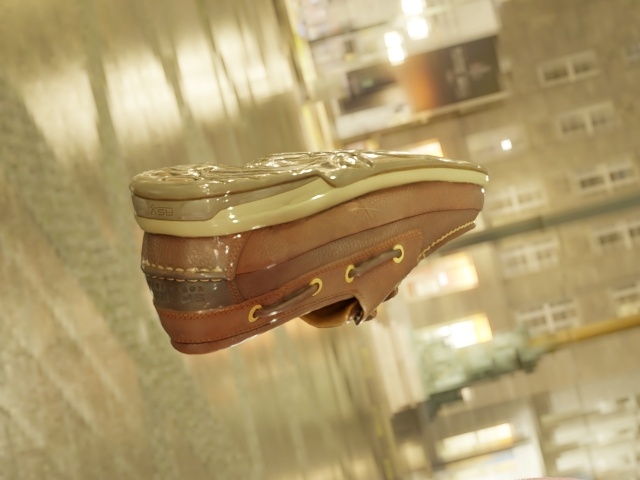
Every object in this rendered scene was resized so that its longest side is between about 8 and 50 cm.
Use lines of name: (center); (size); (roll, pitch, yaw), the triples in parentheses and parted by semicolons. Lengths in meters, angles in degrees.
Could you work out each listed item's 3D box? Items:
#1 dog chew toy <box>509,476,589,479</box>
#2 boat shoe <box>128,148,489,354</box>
dog chew toy: (0.058, 0.161, 0.439); (0.207, 0.332, 0.206); (56, -15, 23)
boat shoe: (0.000, 0.000, 0.560); (0.178, 0.064, 0.060); (-11, 103, -54)
